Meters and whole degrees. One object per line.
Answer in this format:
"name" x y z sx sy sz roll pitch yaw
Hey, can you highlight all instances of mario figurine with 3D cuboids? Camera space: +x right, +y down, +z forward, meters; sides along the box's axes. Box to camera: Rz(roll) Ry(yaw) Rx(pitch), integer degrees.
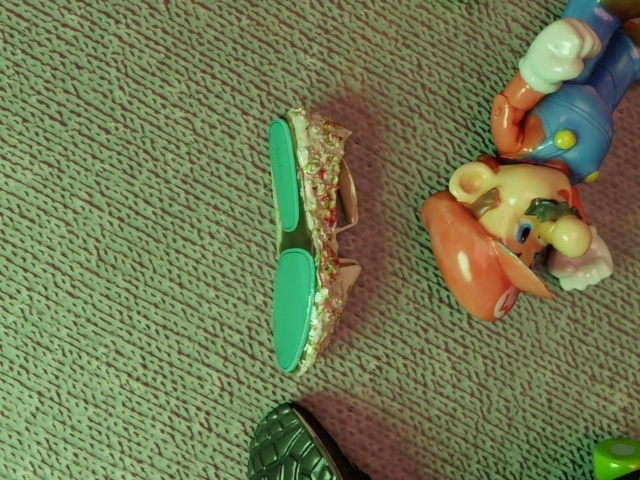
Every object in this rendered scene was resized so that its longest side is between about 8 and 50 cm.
"mario figurine" 0.222 -0.067 0.638 0.198 0.170 0.320 32 85 -6

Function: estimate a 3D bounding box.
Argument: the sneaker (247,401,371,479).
"sneaker" 0.039 0.273 0.659 0.107 0.124 0.283 -41 69 29

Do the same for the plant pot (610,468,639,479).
"plant pot" 0.195 0.311 0.558 0.167 0.188 0.187 -27 84 33

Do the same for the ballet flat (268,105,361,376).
"ballet flat" 0.000 0.000 0.661 0.077 0.091 0.241 -2 93 -27

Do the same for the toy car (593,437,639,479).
"toy car" 0.360 0.250 0.681 0.188 0.149 0.155 -15 102 -31
